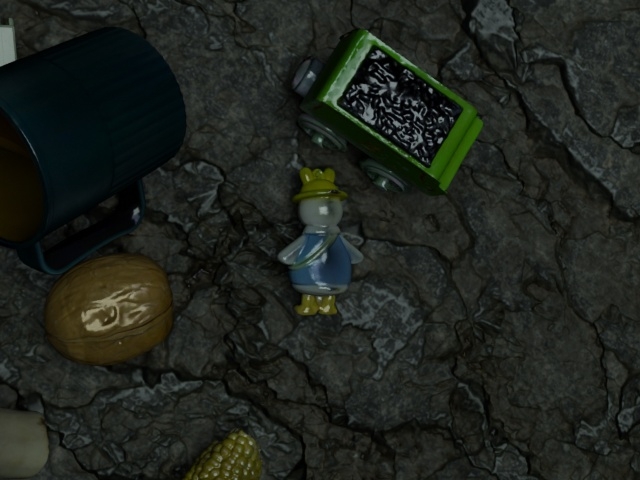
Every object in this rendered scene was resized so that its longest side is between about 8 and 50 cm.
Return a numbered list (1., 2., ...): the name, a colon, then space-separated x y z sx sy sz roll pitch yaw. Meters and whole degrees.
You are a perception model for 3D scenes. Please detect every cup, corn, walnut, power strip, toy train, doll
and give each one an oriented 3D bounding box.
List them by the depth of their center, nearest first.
1. cup: -0.353 -0.132 1.760 0.292 0.242 0.308 -37 103 -42
2. walnut: -0.318 0.105 1.843 0.197 0.165 0.165 -18 93 -10
3. power strip: -0.483 -0.288 1.851 0.042 0.075 0.175 -5 87 -19
4. corn: -0.198 0.451 1.883 0.130 0.130 0.347 34 73 -14
5. toy train: 0.106 -0.197 1.949 0.307 0.249 0.173 33 80 -14
6. doll: 0.000 0.000 1.984 0.135 0.099 0.241 -1 86 5

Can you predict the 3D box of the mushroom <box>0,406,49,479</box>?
1. mushroom: -0.534 0.258 1.743 0.290 0.293 0.292 10 83 -50
